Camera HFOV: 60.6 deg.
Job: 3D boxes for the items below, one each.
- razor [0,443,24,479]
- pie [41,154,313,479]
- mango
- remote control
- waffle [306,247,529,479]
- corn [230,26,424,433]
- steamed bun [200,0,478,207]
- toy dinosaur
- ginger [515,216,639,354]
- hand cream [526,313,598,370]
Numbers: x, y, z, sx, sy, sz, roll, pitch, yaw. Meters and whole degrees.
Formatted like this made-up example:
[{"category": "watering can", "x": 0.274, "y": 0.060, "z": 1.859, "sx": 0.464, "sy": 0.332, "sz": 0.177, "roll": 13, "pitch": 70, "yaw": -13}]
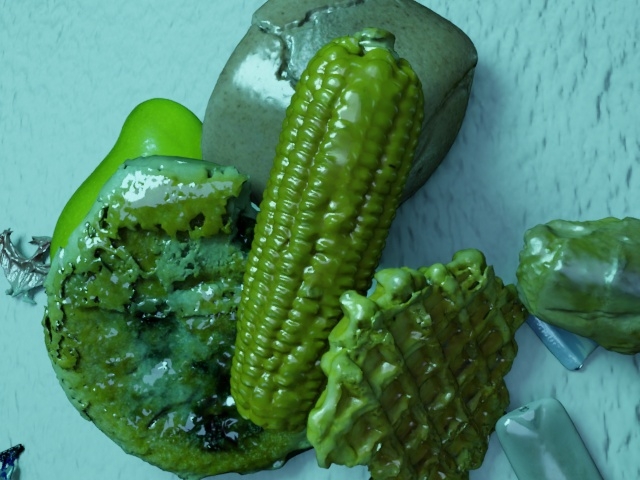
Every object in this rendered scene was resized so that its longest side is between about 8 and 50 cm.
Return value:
[{"category": "razor", "x": -0.402, "y": 0.350, "z": 0.714, "sx": 0.044, "sy": 0.028, "sz": 0.154, "roll": -25, "pitch": 71, "yaw": 10}, {"category": "pie", "x": -0.139, "y": 0.094, "z": 0.588, "sx": 0.297, "sy": 0.078, "sz": 0.371, "roll": -28, "pitch": 99, "yaw": 3}, {"category": "mango", "x": -0.224, "y": -0.036, "z": 0.687, "sx": 0.175, "sy": 0.143, "sz": 0.293, "roll": 21, "pitch": 82, "yaw": 0}, {"category": "remote control", "x": 0.246, "y": 0.263, "z": 0.511, "sx": 0.073, "sy": 0.044, "sz": 0.229, "roll": -27, "pitch": 82, "yaw": 8}, {"category": "waffle", "x": 0.094, "y": 0.141, "z": 0.497, "sx": 0.051, "sy": 0.291, "sz": 0.291, "roll": 20, "pitch": 83, "yaw": 52}, {"category": "corn", "x": 0.000, "y": 0.000, "z": 0.482, "sx": 0.121, "sy": 0.120, "sz": 0.362, "roll": 18, "pitch": 101, "yaw": 20}, {"category": "steamed bun", "x": 0.017, "y": -0.158, "z": 0.609, "sx": 0.252, "sy": 0.199, "sz": 0.301, "roll": 36, "pitch": 90, "yaw": 21}, {"category": "toy dinosaur", "x": -0.413, "y": 0.035, "z": 0.790, "sx": 0.220, "sy": 0.032, "sz": 0.108, "roll": 16, "pitch": 79, "yaw": 10}, {"category": "ginger", "x": 0.309, "y": 0.039, "z": 0.482, "sx": 0.263, "sy": 0.109, "sz": 0.116, "roll": -1, "pitch": 46, "yaw": 11}, {"category": "hand cream", "x": 0.329, "y": 0.024, "z": 0.555, "sx": 0.256, "sy": 0.055, "sz": 0.088, "roll": -41, "pitch": 76, "yaw": 12}]
